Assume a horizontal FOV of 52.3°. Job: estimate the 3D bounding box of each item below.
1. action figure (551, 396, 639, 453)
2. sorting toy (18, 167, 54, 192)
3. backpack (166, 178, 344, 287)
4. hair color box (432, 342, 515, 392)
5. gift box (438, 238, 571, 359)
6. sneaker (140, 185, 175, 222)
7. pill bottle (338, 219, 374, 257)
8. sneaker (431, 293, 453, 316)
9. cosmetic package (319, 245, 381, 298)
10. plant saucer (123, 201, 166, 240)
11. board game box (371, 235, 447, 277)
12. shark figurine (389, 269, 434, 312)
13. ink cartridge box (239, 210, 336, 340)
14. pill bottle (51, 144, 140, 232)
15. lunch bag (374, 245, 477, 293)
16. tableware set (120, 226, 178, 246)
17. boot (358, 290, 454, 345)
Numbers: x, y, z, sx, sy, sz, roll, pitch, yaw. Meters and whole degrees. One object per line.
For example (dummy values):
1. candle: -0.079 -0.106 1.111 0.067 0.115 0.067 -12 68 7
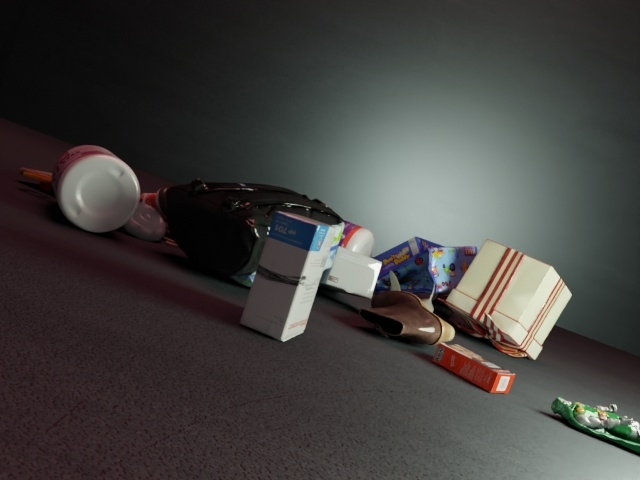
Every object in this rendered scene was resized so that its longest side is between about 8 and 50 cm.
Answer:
1. action figure: 0.538 0.339 1.197 0.232 0.063 0.137 17 7 3
2. sorting toy: -0.641 -0.133 1.669 0.196 0.047 0.347 18 3 16
3. backpack: -0.114 -0.012 1.433 0.290 0.273 0.355 22 28 37
4. hair color box: 0.299 0.249 1.278 0.072 0.043 0.141 15 6 -46
5. gift box: 0.514 0.169 1.852 0.255 0.258 0.276 27 -6 47
6. sneaker: -0.409 -0.083 1.646 0.145 0.090 0.270 -2 -1 5
7. pill bottle: 0.000 0.000 2.124 0.323 0.182 0.181 22 4 24
8. sneaker: 0.421 0.184 2.170 0.087 0.130 0.227 20 6 21
9. cosmetic package: 0.045 0.078 1.643 0.127 0.107 0.238 20 -9 -19
10. plant saucer: -0.402 -0.050 1.486 0.119 0.021 0.119 30 30 -19
11. board game box: 0.324 0.095 2.240 0.233 0.078 0.347 -28 -25 29
12. shark figurine: 0.281 0.164 1.857 0.166 0.116 0.278 21 6 -11
13. ink cartridge box: -0.049 0.055 1.072 0.082 0.191 0.139 20 3 13
14. pill bottle: -0.494 -0.122 1.414 0.160 0.160 0.283 18 4 -28
15. lunch bag: 0.321 0.114 2.047 0.221 0.138 0.293 -1 -12 -37
16. tableware set: -0.387 -0.028 1.557 0.194 0.039 0.128 18 5 -28
17. boot: 0.156 0.158 1.444 0.207 0.090 0.248 14 5 -43
